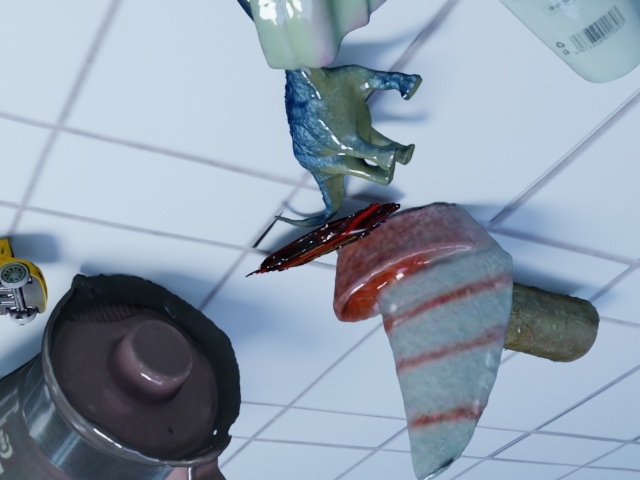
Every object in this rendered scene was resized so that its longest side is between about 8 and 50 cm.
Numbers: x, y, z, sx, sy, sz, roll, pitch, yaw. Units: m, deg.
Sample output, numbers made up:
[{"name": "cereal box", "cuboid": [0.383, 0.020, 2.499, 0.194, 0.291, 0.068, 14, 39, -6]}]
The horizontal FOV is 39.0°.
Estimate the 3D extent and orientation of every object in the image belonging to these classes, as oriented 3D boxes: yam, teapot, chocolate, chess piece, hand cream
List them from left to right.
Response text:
[{"name": "teapot", "cuboid": [-0.244, 0.256, 1.043, 0.305, 0.376, 0.362, -19, 155, -50]}, {"name": "chocolate", "cuboid": [0.000, 0.000, 0.983, 0.182, 0.028, 0.086, -26, 170, 35]}, {"name": "chess piece", "cuboid": [0.085, -0.204, 0.607, 0.271, 0.139, 0.139, -10, 147, 3]}, {"name": "yam", "cuboid": [0.231, 0.092, 1.138, 0.259, 0.093, 0.093, 15, 139, -31]}, {"name": "hand cream", "cuboid": [0.158, -0.226, 0.683, 0.109, 0.067, 0.320, -29, 137, 29]}]

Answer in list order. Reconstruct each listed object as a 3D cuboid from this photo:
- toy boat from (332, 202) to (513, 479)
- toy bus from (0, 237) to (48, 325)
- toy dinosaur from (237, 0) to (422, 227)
[{"name": "toy boat", "cuboid": [0.119, 0.106, 0.957, 0.206, 0.282, 0.096, -17, 147, 13]}, {"name": "toy bus", "cuboid": [-0.364, 0.040, 0.930, 0.162, 0.074, 0.070, -1, 138, -8]}, {"name": "toy dinosaur", "cuboid": [0.014, -0.099, 0.810, 0.147, 0.076, 0.363, 19, 154, 19]}]
